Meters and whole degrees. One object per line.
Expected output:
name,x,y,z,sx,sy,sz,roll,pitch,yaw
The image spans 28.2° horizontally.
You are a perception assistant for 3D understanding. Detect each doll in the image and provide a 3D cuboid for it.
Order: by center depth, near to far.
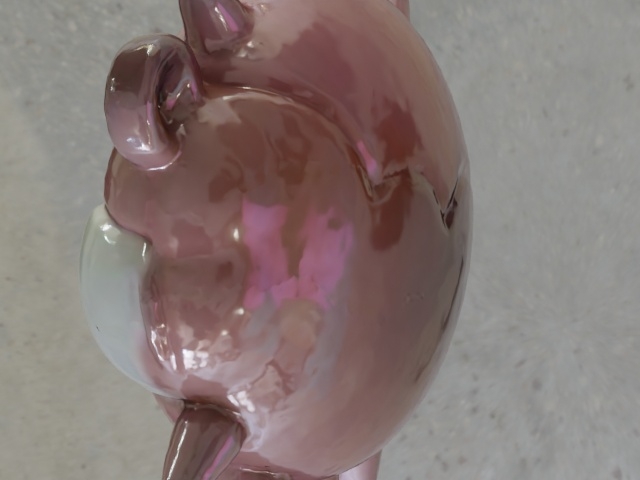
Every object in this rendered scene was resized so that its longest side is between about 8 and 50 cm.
doll,0.000,0.000,0.419,0.093,0.262,0.211,5,82,22
